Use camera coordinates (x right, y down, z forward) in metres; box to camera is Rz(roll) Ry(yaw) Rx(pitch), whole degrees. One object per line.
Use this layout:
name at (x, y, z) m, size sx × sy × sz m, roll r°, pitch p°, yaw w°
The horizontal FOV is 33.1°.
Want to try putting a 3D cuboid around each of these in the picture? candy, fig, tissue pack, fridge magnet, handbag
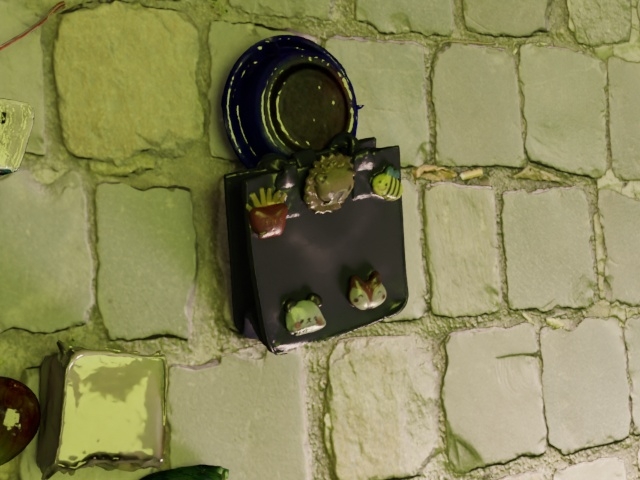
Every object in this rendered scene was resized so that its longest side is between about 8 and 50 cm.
candy at (-0.326, 0.248, 1.583) m, size 0.184 × 0.137 × 0.195 m, roll 6°, pitch 81°, yaw -32°
fig at (-0.462, 0.271, 1.527) m, size 0.103 × 0.109 × 0.155 m, roll 25°, pitch 100°, yaw -40°
tissue pack at (-0.472, -0.139, 1.512) m, size 0.090 × 0.170 × 0.103 m, roll 16°, pitch 78°, yaw -31°
fridge magnet at (-0.043, -0.216, 1.820) m, size 0.265 × 0.112 × 0.266 m, roll 1°, pitch 89°, yaw -33°
handbag at (0.000, 0.000, 1.764) m, size 0.303 × 0.122 × 0.329 m, roll -16°, pitch 115°, yaw -32°

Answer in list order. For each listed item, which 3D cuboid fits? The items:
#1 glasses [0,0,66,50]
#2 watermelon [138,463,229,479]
glasses at (-0.507, -0.379, 1.547) m, size 0.268 × 0.118 × 0.234 m, roll -36°, pitch 103°, yaw -29°
watermelon at (-0.230, 0.502, 1.575) m, size 0.319 × 0.222 × 0.292 m, roll -1°, pitch 90°, yaw -32°
